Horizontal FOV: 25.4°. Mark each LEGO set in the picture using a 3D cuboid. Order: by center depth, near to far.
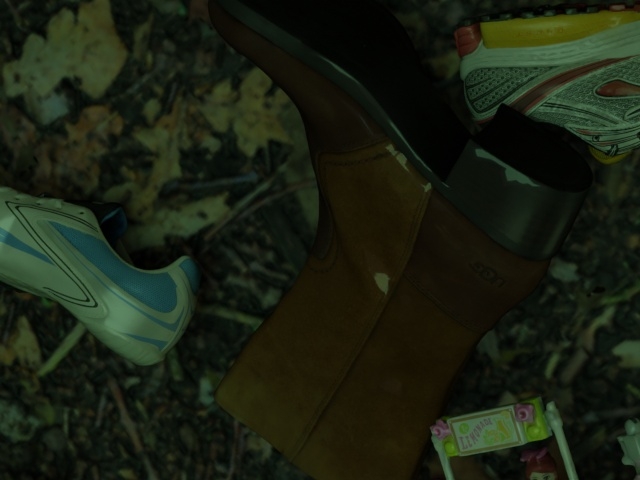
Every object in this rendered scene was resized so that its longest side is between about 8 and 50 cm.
[{"bbox_3d":[0.170,0.127,0.825,0.287,0.132,0.107,-18,89,16],"label":"LEGO set"}]

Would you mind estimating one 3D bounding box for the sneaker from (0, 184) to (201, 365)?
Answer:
[{"bbox_3d":[-0.184,-0.002,0.945,0.237,0.085,0.086,28,79,14],"label":"sneaker"}]

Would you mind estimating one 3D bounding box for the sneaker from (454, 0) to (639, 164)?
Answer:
[{"bbox_3d":[0.192,-0.093,0.821,0.225,0.088,0.092,0,102,25],"label":"sneaker"}]

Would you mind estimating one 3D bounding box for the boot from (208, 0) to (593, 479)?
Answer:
[{"bbox_3d":[0.000,0.000,0.882,0.264,0.096,0.280,33,125,7],"label":"boot"}]
